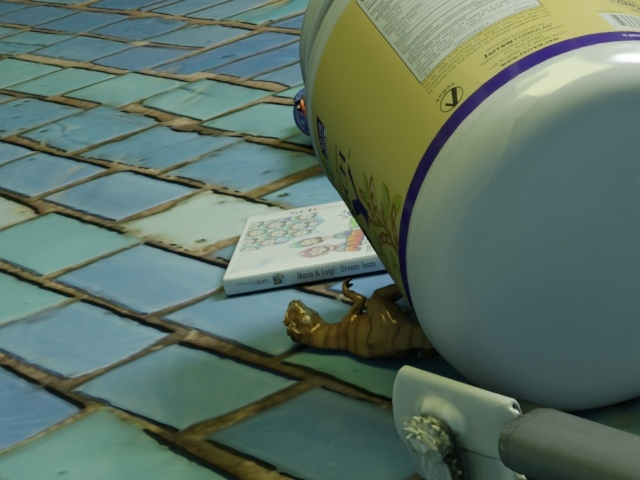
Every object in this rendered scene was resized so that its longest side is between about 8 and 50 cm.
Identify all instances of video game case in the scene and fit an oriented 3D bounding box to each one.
[{"bbox_3d":[0.000,0.000,1.549,0.143,0.019,0.157,-9,18,9],"label":"video game case"}]

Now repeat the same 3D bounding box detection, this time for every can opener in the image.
[{"bbox_3d":[0.137,0.120,1.010,0.093,0.074,0.280,-21,20,-29],"label":"can opener"}]

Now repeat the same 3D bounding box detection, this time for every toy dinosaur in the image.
[{"bbox_3d":[0.057,0.061,1.292,0.112,0.064,0.211,-41,20,-26],"label":"toy dinosaur"}]

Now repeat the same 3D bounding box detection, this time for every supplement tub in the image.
[{"bbox_3d":[0.127,-0.070,1.225,0.241,0.241,0.331,-15,32,-10],"label":"supplement tub"}]

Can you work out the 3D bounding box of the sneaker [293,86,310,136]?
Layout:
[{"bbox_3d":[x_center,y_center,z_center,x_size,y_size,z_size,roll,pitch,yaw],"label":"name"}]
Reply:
[{"bbox_3d":[0.015,-0.123,1.844,0.087,0.083,0.221,-22,10,13],"label":"sneaker"}]
